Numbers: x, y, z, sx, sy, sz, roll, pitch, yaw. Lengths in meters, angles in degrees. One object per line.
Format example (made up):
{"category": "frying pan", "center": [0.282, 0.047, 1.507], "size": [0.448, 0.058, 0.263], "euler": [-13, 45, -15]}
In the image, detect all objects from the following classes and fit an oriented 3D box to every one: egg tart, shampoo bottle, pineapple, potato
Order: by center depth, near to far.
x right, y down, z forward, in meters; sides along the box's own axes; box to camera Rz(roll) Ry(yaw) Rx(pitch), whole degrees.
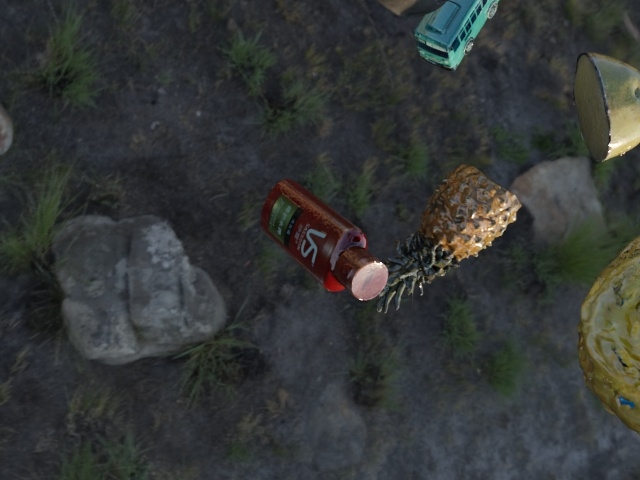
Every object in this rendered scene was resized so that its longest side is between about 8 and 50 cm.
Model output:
{"category": "egg tart", "center": [0.388, 0.094, 0.691], "size": [0.107, 0.290, 0.291], "euler": [53, 49, -35]}
{"category": "shampoo bottle", "center": [-0.001, 0.000, 1.246], "size": [0.076, 0.314, 0.118], "euler": [17, 105, -38]}
{"category": "potato", "center": [0.550, -0.256, 1.344], "size": [0.182, 0.117, 0.202], "euler": [-33, 111, -82]}
{"category": "pineapple", "center": [0.228, 0.011, 1.425], "size": [0.169, 0.169, 0.340], "euler": [38, 97, -23]}

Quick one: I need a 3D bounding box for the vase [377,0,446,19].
{"category": "vase", "center": [0.130, -0.358, 0.863], "size": [0.120, 0.183, 0.120], "euler": [31, 23, -15]}

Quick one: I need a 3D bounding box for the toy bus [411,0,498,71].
{"category": "toy bus", "center": [0.224, -0.371, 1.200], "size": [0.160, 0.079, 0.092], "euler": [-57, 153, -2]}
